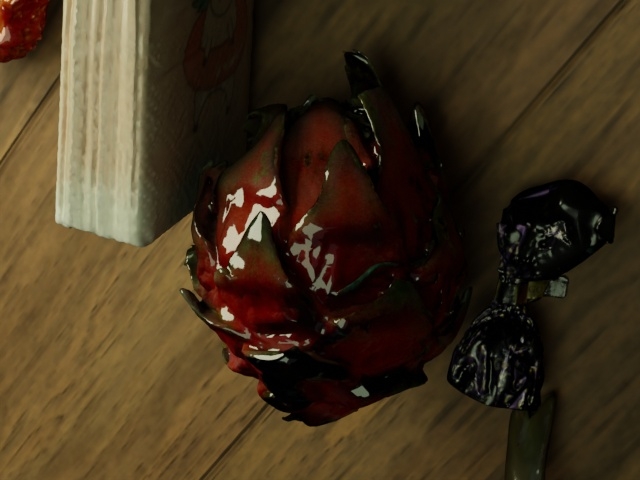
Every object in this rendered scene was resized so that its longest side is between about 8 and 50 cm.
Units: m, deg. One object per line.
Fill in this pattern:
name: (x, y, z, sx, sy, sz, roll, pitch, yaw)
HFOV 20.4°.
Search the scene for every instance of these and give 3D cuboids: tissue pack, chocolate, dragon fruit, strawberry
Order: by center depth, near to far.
tissue pack: (-0.087, -0.177, 1.024, 0.071, 0.170, 0.325, 12, 112, 17)
dragon fruit: (0.003, 0.009, 1.046, 0.182, 0.182, 0.188, -34, 91, 31)
chocolate: (0.128, 0.029, 1.064, 0.072, 0.070, 0.147, 32, 109, 24)
strawberry: (-0.221, -0.182, 1.159, 0.104, 0.048, 0.152, 2, 95, 33)

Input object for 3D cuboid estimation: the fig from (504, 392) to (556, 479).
fig: (0.106, 0.272, 1.058, 0.286, 0.286, 0.369, 14, 85, 21)
